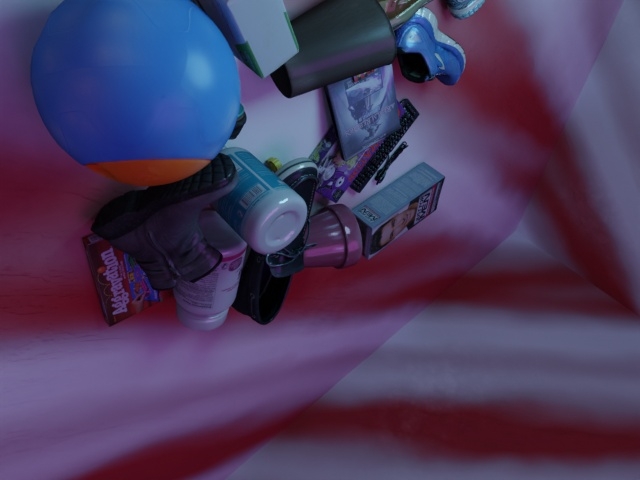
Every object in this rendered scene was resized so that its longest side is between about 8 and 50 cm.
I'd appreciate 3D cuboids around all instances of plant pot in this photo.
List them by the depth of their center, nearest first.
[{"bbox_3d":[0.000,0.000,1.504,0.180,0.201,0.202,-13,138,-23],"label":"plant pot"}]

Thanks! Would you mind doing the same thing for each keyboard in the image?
[{"bbox_3d":[0.210,-0.284,1.593,0.317,0.033,0.201,-52,152,9],"label":"keyboard"}]

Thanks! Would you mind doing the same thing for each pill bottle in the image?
[{"bbox_3d":[-0.160,-0.101,1.059,0.146,0.264,0.146,-33,148,-24],"label":"pill bottle"},{"bbox_3d":[-0.278,0.081,1.230,0.160,0.160,0.283,-21,142,-40],"label":"pill bottle"}]

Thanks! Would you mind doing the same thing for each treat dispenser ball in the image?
[{"bbox_3d":[-0.263,-0.226,0.737,0.288,0.288,0.288,-34,149,-24],"label":"treat dispenser ball"}]

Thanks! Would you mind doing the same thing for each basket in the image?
[{"bbox_3d":[0.007,-0.399,1.025,0.226,0.204,0.154,-30,152,-13],"label":"basket"}]

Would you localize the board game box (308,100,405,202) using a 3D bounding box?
[{"bbox_3d":[0.091,-0.279,1.420,0.347,0.056,0.208,-53,155,9],"label":"board game box"}]

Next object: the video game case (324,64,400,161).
[{"bbox_3d":[0.111,-0.361,1.286,0.196,0.026,0.274,-33,135,-14],"label":"video game case"}]

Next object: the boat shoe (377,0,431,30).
[{"bbox_3d":[0.225,-0.611,1.119,0.324,0.122,0.120,-45,148,-8],"label":"boat shoe"}]

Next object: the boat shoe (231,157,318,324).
[{"bbox_3d":[-0.106,0.017,1.304,0.186,0.156,0.501,-11,134,-49],"label":"boat shoe"}]

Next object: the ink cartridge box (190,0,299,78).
[{"bbox_3d":[-0.144,-0.382,0.796,0.087,0.208,0.153,-41,150,-7],"label":"ink cartridge box"}]

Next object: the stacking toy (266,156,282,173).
[{"bbox_3d":[-0.158,-0.095,1.293,0.167,0.052,0.221,-38,151,-17],"label":"stacking toy"}]

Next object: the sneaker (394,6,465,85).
[{"bbox_3d":[0.272,-0.478,1.314,0.329,0.129,0.147,14,96,-50],"label":"sneaker"}]

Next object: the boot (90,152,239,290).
[{"bbox_3d":[-0.260,-0.028,0.996,0.337,0.118,0.223,-18,131,23],"label":"boot"}]

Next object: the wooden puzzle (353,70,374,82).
[{"bbox_3d":[0.099,-0.418,1.209,0.083,0.006,0.049,-32,136,-15],"label":"wooden puzzle"}]

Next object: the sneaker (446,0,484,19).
[{"bbox_3d":[0.426,-0.720,1.276,0.283,0.110,0.122,-55,147,12],"label":"sneaker"}]

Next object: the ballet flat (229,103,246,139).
[{"bbox_3d":[-0.264,-0.200,0.980,0.280,0.095,0.096,-25,156,-36],"label":"ballet flat"}]

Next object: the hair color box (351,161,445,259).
[{"bbox_3d":[0.277,-0.111,1.812,0.374,0.113,0.186,-34,149,-24],"label":"hair color box"}]

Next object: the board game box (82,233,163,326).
[{"bbox_3d":[-0.441,0.074,1.135,0.145,0.027,0.282,-27,145,-32],"label":"board game box"}]
